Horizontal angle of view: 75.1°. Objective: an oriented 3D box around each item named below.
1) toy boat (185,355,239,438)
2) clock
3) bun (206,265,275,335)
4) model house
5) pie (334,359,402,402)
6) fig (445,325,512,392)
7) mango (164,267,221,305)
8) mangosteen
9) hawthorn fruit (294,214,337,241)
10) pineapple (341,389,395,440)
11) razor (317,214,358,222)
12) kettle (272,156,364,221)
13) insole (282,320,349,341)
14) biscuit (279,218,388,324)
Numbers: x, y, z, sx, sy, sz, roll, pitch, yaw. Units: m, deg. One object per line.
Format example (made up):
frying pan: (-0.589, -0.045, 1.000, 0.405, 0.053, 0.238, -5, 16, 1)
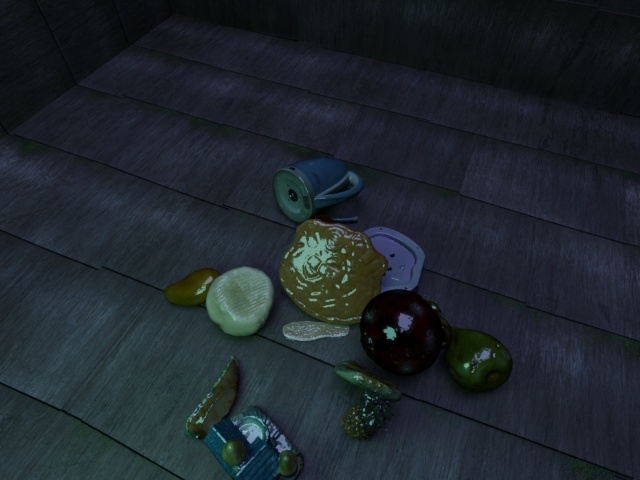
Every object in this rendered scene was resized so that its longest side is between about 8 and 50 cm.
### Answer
toy boat: (-0.327, 0.503, 1.357, 0.099, 0.108, 0.292, -7, 39, 35)
clock: (0.247, 0.101, 1.666, 0.339, 0.102, 0.338, 0, 52, 0)
bun: (-0.295, 0.228, 1.531, 0.260, 0.160, 0.259, 9, 57, -14)
model house: (-0.189, 0.576, 1.158, 0.267, 0.324, 0.194, 38, 63, 25)
pie: (0.149, 0.446, 1.333, 0.241, 0.240, 0.054, 22, 82, 16)
fig: (0.512, 0.375, 1.432, 0.206, 0.205, 0.275, -10, 30, -8)
mango: (-0.484, 0.184, 1.599, 0.228, 0.099, 0.136, -19, 59, -5)
mangosteen: (0.282, 0.305, 1.402, 0.312, 0.311, 0.310, 0, 53, 0)
hawthorn fruit: (0.000, 0.000, 1.649, 0.208, 0.248, 0.207, 2, 54, -3)
pineapple: (0.144, 0.523, 1.248, 0.125, 0.251, 0.125, 7, 57, -11)
razor: (0.072, -0.097, 1.857, 0.192, 0.037, 0.068, 4, 17, 1)
kettle: (0.019, -0.242, 1.839, 0.342, 0.246, 0.320, -30, 45, -35)
insole: (-0.016, 0.332, 1.542, 0.248, 0.011, 0.081, -3, 52, -3)
biscuit: (0.045, 0.121, 1.525, 0.386, 0.364, 0.062, 24, 11, 6)
